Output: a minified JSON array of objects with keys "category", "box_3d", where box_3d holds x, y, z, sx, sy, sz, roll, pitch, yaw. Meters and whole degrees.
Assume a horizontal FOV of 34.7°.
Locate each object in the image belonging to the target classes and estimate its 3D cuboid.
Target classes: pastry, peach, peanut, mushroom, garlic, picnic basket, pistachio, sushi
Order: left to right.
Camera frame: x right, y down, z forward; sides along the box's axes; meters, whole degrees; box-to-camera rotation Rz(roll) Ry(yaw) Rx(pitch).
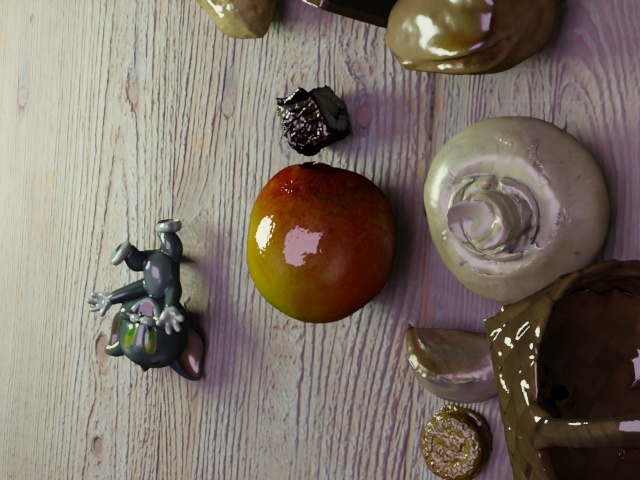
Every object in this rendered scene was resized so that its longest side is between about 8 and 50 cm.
[{"category":"peanut","box_3d":[-0.147,-0.407,1.607,0.224,0.129,0.129,51,118,19]},{"category":"sushi","box_3d":[-0.013,-0.180,1.542,0.084,0.098,0.094,-26,82,36]},{"category":"peach","box_3d":[0.000,0.000,1.480,0.231,0.231,0.230,2,94,35]},{"category":"pastry","box_3d":[0.190,0.287,1.450,0.097,0.057,0.109,-23,81,32]},{"category":"garlic","box_3d":[0.199,0.176,1.424,0.196,0.087,0.101,4,82,37]},{"category":"pistachio","box_3d":[0.197,-0.312,1.364,0.212,0.163,0.260,-51,35,-16]},{"category":"mushroom","box_3d":[0.241,-0.035,1.314,0.246,0.202,0.246,9,108,30]},{"category":"picnic basket","box_3d":[0.370,0.185,1.149,0.337,0.293,0.337,170,90,-71]}]

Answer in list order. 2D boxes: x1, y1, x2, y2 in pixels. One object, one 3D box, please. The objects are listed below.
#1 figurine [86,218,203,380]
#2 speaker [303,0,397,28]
[{"category":"figurine","box_3d":[-0.291,0.095,1.732,0.193,0.140,0.265,4,82,12]},{"category":"speaker","box_3d":[0.007,-0.429,1.464,0.231,0.193,0.153,38,114,32]}]
